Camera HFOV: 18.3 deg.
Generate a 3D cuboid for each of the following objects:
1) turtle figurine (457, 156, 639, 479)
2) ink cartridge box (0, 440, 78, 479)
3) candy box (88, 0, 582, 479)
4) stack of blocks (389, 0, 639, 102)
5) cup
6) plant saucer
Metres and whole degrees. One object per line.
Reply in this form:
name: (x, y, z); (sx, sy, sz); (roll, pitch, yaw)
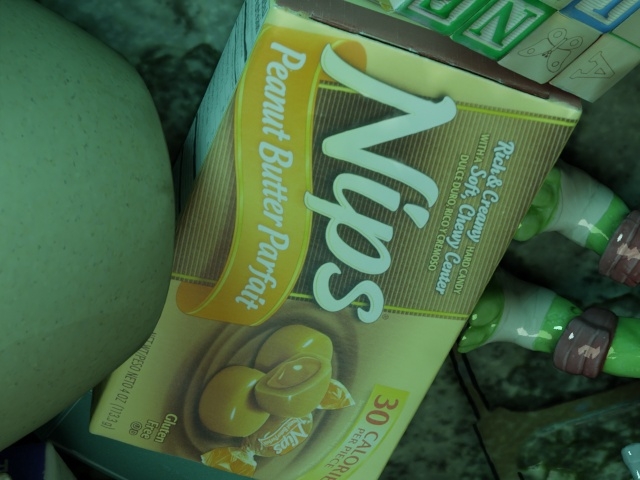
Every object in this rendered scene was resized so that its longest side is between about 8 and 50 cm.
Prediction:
turtle figurine: (0.215, 0.081, 1.141); (0.266, 0.274, 0.198); (25, 156, 6)
ink cartridge box: (-0.301, 0.196, 1.210); (0.324, 0.071, 0.330); (-9, 152, 3)
candy box: (0.000, 0.000, 1.158); (0.183, 0.087, 0.316); (17, 122, -14)
stack of blocks: (0.094, -0.186, 0.953); (0.171, 0.087, 0.297); (-40, 145, 26)
cup: (-0.216, -0.012, 1.029); (0.237, 0.331, 0.331); (-4, 129, -29)
plant saucer: (-0.094, 0.148, 1.301); (0.192, 0.018, 0.067); (31, 118, -22)
